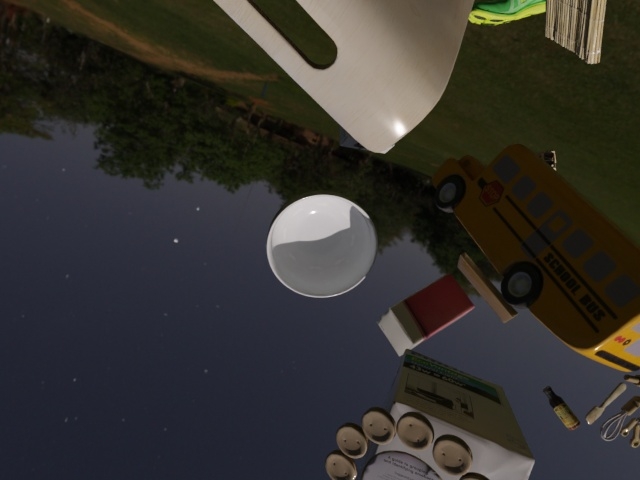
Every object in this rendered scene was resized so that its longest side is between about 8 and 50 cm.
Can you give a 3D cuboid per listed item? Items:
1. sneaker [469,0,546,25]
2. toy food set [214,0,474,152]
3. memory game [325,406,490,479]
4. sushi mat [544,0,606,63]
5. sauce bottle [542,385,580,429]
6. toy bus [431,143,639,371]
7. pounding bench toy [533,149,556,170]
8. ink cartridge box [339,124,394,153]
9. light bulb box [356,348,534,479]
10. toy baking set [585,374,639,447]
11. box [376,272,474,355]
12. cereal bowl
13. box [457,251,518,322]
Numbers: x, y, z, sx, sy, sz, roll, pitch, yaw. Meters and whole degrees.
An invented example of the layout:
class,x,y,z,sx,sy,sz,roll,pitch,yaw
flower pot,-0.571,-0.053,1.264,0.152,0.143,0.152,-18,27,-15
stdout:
class,x,y,z,sx,sy,sz,roll,pitch,yaw
sneaker,0.533,-0.675,1.349,0.295,0.124,0.109,-20,-162,-12
toy food set,0.021,-0.243,0.391,0.219,0.306,0.092,40,143,-24
memory game,0.085,0.253,0.482,0.186,0.186,0.012,29,-157,25
sushi mat,0.452,-0.479,0.866,0.151,0.019,0.316,63,-178,42
sauce bottle,0.696,0.485,1.413,0.128,0.042,0.042,53,-160,12
toy bus,0.263,-0.005,0.584,0.108,0.130,0.333,22,-150,-32
pounding bench toy,0.563,-0.188,1.260,0.083,0.065,0.052,-4,150,28
ink cartridge box,0.117,-0.288,1.257,0.135,0.099,0.056,6,163,-21
light bulb box,0.193,0.437,0.906,0.225,0.358,0.361,20,-174,13
toy baking set,0.826,0.447,1.282,0.256,0.197,0.030,20,-178,-16
box,0.307,0.219,1.437,0.127,0.232,0.149,57,160,17
cereal bowl,0.000,0.000,1.513,0.339,0.339,0.141,20,-164,-13
box,0.437,0.127,1.290,0.201,0.021,0.164,55,-178,19
